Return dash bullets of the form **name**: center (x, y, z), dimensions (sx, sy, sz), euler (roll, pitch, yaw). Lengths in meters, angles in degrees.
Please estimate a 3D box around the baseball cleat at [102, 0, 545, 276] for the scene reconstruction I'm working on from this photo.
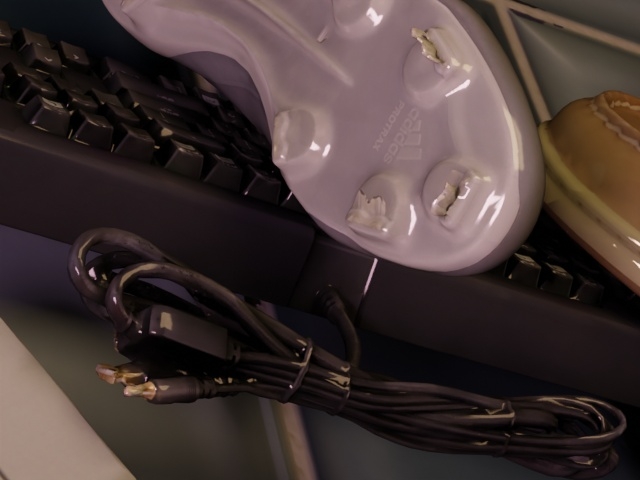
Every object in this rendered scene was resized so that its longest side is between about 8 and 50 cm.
- **baseball cleat**: center (0.016, -0.049, 0.560), dimensions (0.109, 0.072, 0.206), euler (21, 18, -44)

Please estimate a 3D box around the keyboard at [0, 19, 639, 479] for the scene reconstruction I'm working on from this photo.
- **keyboard**: center (0.000, 0.000, 0.563), dimensions (0.317, 0.033, 0.201), euler (16, 24, -29)

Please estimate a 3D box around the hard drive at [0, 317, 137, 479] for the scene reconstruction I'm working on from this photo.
- **hard drive**: center (-0.129, 0.140, 0.322), dimensions (0.233, 0.047, 0.353), euler (49, 36, 13)

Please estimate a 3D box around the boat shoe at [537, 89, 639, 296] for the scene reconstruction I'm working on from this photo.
- **boat shoe**: center (0.204, 0.011, 0.624), dimensions (0.285, 0.089, 0.104), euler (25, 22, 1)
